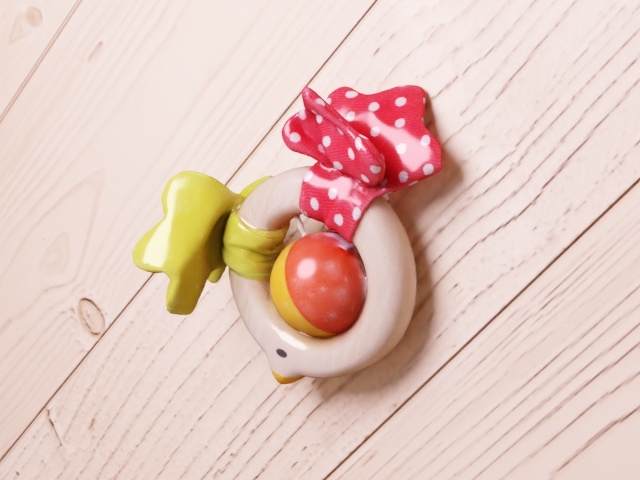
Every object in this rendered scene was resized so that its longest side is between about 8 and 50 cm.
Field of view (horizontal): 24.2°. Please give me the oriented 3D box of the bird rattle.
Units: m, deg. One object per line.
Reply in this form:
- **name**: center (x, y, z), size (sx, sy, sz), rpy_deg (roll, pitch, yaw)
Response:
- **bird rattle**: center (0.000, 0.000, 1.149), size (0.253, 0.143, 0.207), rpy_deg (-24, 89, 27)
